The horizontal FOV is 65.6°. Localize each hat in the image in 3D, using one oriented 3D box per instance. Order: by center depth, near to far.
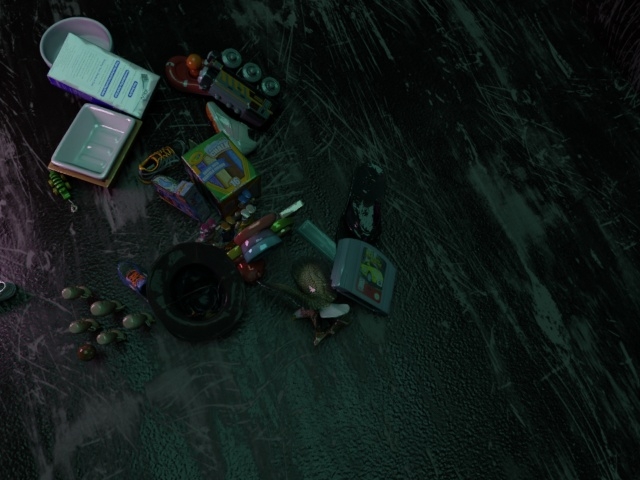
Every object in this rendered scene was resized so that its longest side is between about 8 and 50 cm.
[{"bbox_3d":[-0.402,0.166,1.654,0.332,0.134,0.331,0,88,-4],"label":"hat"}]

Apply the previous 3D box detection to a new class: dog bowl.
[{"bbox_3d":[-0.941,-0.738,1.950,0.265,0.104,0.264,2,70,-5],"label":"dog bowl"}]

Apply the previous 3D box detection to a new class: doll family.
[{"bbox_3d":[-0.300,-0.041,1.726,0.118,0.163,0.263,44,67,10],"label":"doll family"}]

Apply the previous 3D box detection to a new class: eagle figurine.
[{"bbox_3d":[-0.046,0.193,1.653,0.225,0.226,0.298,-33,81,5],"label":"eagle figurine"}]

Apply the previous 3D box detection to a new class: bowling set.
[{"bbox_3d":[-0.713,0.277,1.599,0.287,0.154,0.199,27,88,3],"label":"bowling set"}]

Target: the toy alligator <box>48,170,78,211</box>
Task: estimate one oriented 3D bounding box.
[{"bbox_3d":[-0.925,-0.185,1.776,0.056,0.051,0.189,-32,76,-15],"label":"toy alligator"}]

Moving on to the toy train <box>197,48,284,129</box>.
[{"bbox_3d":[-0.302,-0.579,1.898,0.334,0.142,0.190,32,70,-20],"label":"toy train"}]

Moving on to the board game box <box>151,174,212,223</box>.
[{"bbox_3d":[-0.485,-0.162,1.734,0.194,0.194,0.060,31,70,6],"label":"board game box"}]

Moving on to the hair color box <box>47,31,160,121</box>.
[{"bbox_3d":[-0.792,-0.593,1.840,0.339,0.110,0.185,24,81,-16],"label":"hair color box"}]

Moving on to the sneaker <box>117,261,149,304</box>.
[{"bbox_3d":[-0.596,0.144,1.668,0.221,0.087,0.083,38,70,8],"label":"sneaker"}]

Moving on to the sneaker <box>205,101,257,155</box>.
[{"bbox_3d":[-0.342,-0.430,1.909,0.121,0.099,0.262,-30,83,-23],"label":"sneaker"}]

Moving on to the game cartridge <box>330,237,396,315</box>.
[{"bbox_3d":[0.154,0.116,1.670,0.294,0.060,0.195,33,57,-40],"label":"game cartridge"}]

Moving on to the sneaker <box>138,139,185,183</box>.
[{"bbox_3d":[-0.584,-0.299,1.835,0.084,0.083,0.215,37,70,10],"label":"sneaker"}]

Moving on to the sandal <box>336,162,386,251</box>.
[{"bbox_3d":[0.155,-0.099,1.815,0.168,0.107,0.445,9,69,-5],"label":"sandal"}]

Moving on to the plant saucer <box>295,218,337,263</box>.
[{"bbox_3d":[0.000,0.000,1.815,0.192,0.018,0.067,41,71,11],"label":"plant saucer"}]

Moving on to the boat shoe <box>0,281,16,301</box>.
[{"bbox_3d":[-1.115,0.191,1.608,0.226,0.075,0.083,-32,76,-15],"label":"boat shoe"}]

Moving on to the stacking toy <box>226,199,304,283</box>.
[{"bbox_3d":[-0.163,0.017,1.663,0.280,0.309,0.130,-31,83,-26],"label":"stacking toy"}]

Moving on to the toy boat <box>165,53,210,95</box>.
[{"bbox_3d":[-0.490,-0.668,1.941,0.231,0.151,0.150,6,69,-3],"label":"toy boat"}]

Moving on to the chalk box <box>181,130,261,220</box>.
[{"bbox_3d":[-0.369,-0.253,1.786,0.179,0.180,0.289,-36,78,-16],"label":"chalk box"}]

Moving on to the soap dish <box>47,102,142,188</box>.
[{"bbox_3d":[-0.809,-0.338,1.809,0.229,0.118,0.290,18,70,2],"label":"soap dish"}]
